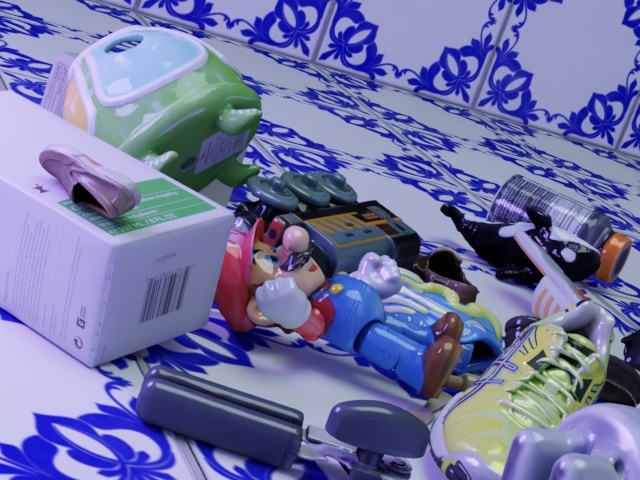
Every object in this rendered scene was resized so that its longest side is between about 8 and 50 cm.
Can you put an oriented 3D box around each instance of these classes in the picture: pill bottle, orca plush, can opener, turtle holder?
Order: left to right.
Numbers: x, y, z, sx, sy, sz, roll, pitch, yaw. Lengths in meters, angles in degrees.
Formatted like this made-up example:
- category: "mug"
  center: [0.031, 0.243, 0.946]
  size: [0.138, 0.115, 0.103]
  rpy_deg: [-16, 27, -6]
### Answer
- category: "turtle holder"
  center: [-0.245, -0.140, 1.954]
  size: [0.227, 0.320, 0.243]
  rpy_deg: [51, 2, 17]
- category: "can opener"
  center: [-0.034, 0.169, 1.447]
  size: [0.283, 0.095, 0.076]
  rpy_deg: [19, 14, -5]
- category: "orca plush"
  center: [0.314, 0.015, 2.443]
  size: [0.287, 0.151, 0.102]
  rpy_deg: [30, 49, 23]
- category: "pill bottle"
  center: [0.427, -0.013, 2.626]
  size: [0.245, 0.130, 0.130]
  rpy_deg: [27, 16, 23]

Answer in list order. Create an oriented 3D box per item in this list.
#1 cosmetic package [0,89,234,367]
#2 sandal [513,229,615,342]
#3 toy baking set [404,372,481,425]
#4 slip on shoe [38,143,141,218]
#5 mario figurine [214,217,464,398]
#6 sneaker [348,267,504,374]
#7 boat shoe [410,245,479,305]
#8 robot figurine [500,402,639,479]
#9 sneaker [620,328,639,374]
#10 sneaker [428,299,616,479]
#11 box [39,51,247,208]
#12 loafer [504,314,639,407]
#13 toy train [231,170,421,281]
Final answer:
- category: "cosmetic package"
  center: [-0.302, -0.023, 1.633]
  size: [0.365, 0.155, 0.197]
  rpy_deg: [29, 27, 27]
- category: "sandal"
  center: [0.358, 0.089, 2.276]
  size: [0.102, 0.076, 0.265]
  rpy_deg: [36, 14, -42]
- category: "toy baking set"
  center: [0.208, 0.208, 1.749]
  size: [0.256, 0.030, 0.197]
  rpy_deg: [17, 15, -12]
- category: "slip on shoe"
  center: [-0.243, -0.058, 1.504]
  size: [0.135, 0.051, 0.041]
  rpy_deg: [26, 59, 28]
- category: "mario figurine"
  center: [0.020, 0.057, 1.725]
  size: [0.320, 0.170, 0.198]
  rpy_deg: [23, -17, -2]
- category: "sneaker"
  center: [0.140, 0.106, 1.907]
  size: [0.240, 0.091, 0.126]
  rpy_deg: [14, 19, -20]
- category: "boat shoe"
  center: [0.176, 0.054, 2.124]
  size: [0.095, 0.095, 0.257]
  rpy_deg: [15, 16, -18]
- category: "robot figurine"
  center: [0.334, 0.266, 1.380]
  size: [0.353, 0.200, 0.300]
  rpy_deg: [13, 10, -26]
- category: "sneaker"
  center: [0.480, 0.197, 2.104]
  size: [0.097, 0.084, 0.235]
  rpy_deg: [-18, 23, 9]
- category: "sneaker"
  center: [0.230, 0.169, 1.623]
  size: [0.145, 0.147, 0.385]
  rpy_deg: [34, 26, 4]
- category: "box"
  center: [-0.270, -0.158, 2.203]
  size: [0.311, 0.148, 0.121]
  rpy_deg: [31, 17, 29]
- category: "loafer"
  center: [0.331, 0.180, 1.959]
  size: [0.220, 0.078, 0.080]
  rpy_deg: [27, -25, -11]
- category: "toy train"
  center: [0.000, 0.000, 2.031]
  size: [0.190, 0.142, 0.334]
  rpy_deg: [36, 20, 21]
